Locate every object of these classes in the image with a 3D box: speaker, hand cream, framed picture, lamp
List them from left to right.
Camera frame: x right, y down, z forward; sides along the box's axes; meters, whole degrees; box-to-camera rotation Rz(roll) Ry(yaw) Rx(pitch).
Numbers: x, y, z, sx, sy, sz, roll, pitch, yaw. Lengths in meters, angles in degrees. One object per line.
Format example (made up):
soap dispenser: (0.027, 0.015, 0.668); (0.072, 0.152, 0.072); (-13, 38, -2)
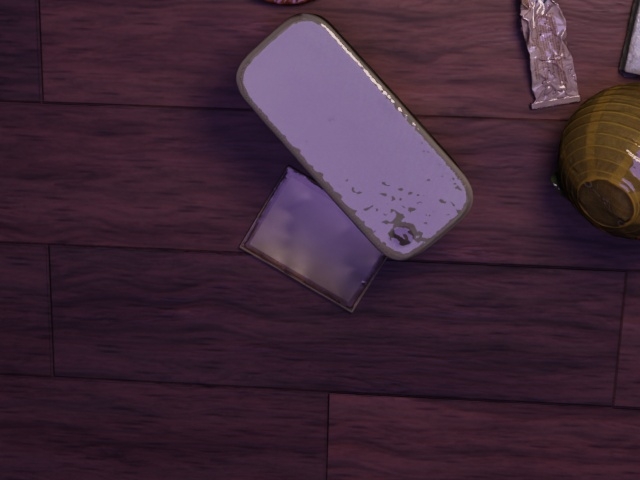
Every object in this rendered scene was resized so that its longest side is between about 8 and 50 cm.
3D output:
framed picture: (0.000, 0.000, 1.929); (0.231, 0.010, 0.173); (32, 105, -4)
speaker: (0.057, -0.173, 1.787); (0.183, 0.184, 0.406); (-40, 98, 14)
hand cream: (0.355, -0.335, 1.793); (0.084, 0.050, 0.256); (-13, 107, 5)
lamp: (0.501, -0.139, 1.753); (0.250, 0.284, 0.250); (27, 145, 20)

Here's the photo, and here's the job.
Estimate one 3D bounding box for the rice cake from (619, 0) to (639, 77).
rice cake: (0.536, -0.391, 1.758); (0.081, 0.051, 0.290); (13, 107, 11)

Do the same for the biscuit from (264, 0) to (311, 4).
biscuit: (-0.025, -0.474, 1.794); (0.229, 0.031, 0.176); (-29, 100, 13)
